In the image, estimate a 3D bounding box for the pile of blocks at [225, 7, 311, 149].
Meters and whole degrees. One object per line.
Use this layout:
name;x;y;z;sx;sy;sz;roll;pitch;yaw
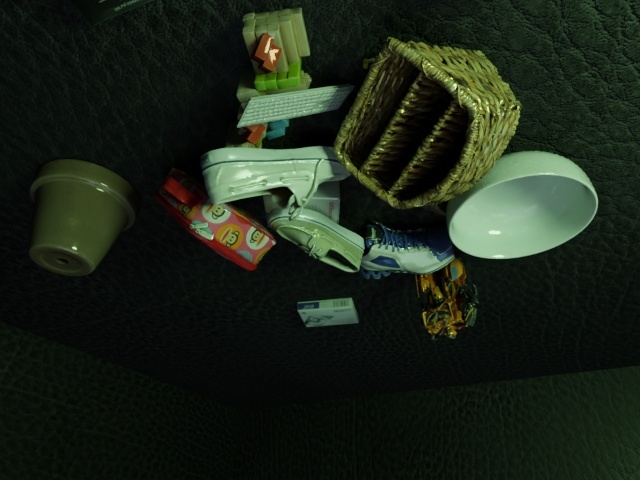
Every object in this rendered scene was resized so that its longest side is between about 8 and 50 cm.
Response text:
pile of blocks;-0.104;-0.269;0.882;0.149;0.112;0.362;10;146;-12

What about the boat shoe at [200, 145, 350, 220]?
boat shoe;-0.070;-0.117;0.972;0.368;0.156;0.136;-6;173;-34

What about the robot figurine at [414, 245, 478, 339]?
robot figurine;0.365;0.155;1.336;0.085;0.290;0.211;22;140;-28

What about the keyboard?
keyboard;-0.042;-0.260;0.847;0.256;0.014;0.072;-22;162;-36

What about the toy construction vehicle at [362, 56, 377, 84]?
toy construction vehicle;0.131;-0.323;0.868;0.099;0.035;0.085;-1;155;4

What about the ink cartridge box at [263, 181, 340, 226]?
ink cartridge box;-0.047;-0.100;1.158;0.191;0.082;0.139;0;147;-1

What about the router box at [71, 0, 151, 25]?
router box;-0.336;-0.437;0.699;0.179;0.046;0.133;-10;145;17

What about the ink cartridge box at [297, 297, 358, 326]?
ink cartridge box;0.038;0.308;1.795;0.224;0.045;0.224;-7;146;12

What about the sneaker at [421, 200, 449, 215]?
sneaker;0.266;-0.118;1.152;0.189;0.066;0.071;31;153;-29

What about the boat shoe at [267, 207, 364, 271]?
boat shoe;0.000;0.000;1.150;0.303;0.094;0.109;21;146;-30

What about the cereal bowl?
cereal bowl;0.476;-0.099;1.088;0.340;0.141;0.338;1;147;1

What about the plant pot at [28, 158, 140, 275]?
plant pot;-0.630;-0.042;1.138;0.264;0.229;0.263;1;145;1

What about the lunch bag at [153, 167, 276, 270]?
lunch bag;-0.267;-0.064;1.059;0.120;0.293;0.258;-53;136;-3

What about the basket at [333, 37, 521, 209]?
basket;0.189;-0.193;0.847;0.223;0.213;0.299;-6;152;-27

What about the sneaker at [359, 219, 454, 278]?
sneaker;0.219;0.018;1.284;0.316;0.127;0.182;-15;145;26
